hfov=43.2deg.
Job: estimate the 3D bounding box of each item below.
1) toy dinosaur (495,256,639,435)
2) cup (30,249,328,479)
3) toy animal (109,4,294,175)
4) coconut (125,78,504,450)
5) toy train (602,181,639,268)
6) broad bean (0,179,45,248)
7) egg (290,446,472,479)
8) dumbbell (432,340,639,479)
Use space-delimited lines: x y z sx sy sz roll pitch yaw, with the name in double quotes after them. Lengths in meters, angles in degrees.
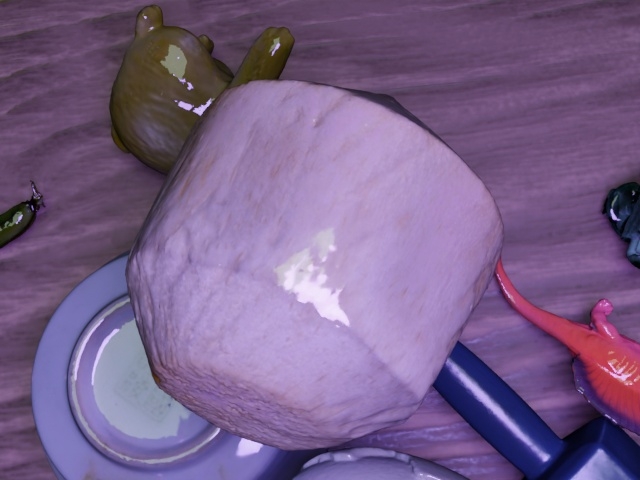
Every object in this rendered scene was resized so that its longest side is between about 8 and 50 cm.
0.278 0.125 0.840 0.286 0.070 0.139 33 43 11 "toy dinosaur"
-0.151 0.145 0.838 0.348 0.163 0.347 0 76 1 "cup"
-0.051 -0.122 0.896 0.363 0.181 0.180 21 87 8 "toy animal"
0.000 0.000 0.666 0.329 0.329 0.328 0 76 2 "coconut"
0.456 -0.083 0.894 0.202 0.120 0.300 26 79 4 "toy train"
-0.430 -0.006 0.948 0.227 0.039 0.069 -17 83 -3 "broad bean"
0.080 0.345 0.722 0.278 0.278 0.336 -43 77 -8 "egg"
0.172 0.168 0.830 0.325 0.160 0.144 44 112 12 "dumbbell"
